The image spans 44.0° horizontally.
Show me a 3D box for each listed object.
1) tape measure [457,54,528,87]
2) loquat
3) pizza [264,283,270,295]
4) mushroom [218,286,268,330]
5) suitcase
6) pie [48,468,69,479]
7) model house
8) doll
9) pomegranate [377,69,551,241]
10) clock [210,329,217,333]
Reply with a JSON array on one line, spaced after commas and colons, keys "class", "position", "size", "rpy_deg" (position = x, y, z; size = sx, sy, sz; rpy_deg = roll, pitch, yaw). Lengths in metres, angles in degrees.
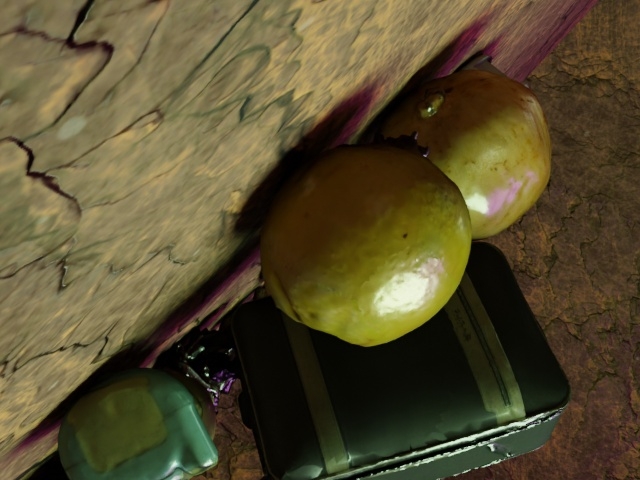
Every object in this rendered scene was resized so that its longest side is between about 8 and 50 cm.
[{"class": "tape measure", "position": [0.240, -0.196, 1.353], "size": [0.258, 0.130, 0.265], "rpy_deg": [-48, 169, 1]}, {"class": "loquat", "position": [0.050, -0.006, 0.866], "size": [0.244, 0.244, 0.244], "rpy_deg": [-44, 175, -5]}, {"class": "pizza", "position": [0.000, 0.000, 1.288], "size": [0.182, 0.074, 0.365], "rpy_deg": [-39, 172, -34]}, {"class": "mushroom", "position": [-0.111, 0.150, 1.425], "size": [0.170, 0.135, 0.080], "rpy_deg": [-72, 158, -53]}, {"class": "suitcase", "position": [0.080, 0.169, 1.001], "size": [0.434, 0.283, 0.194], "rpy_deg": [-13, 145, -8]}, {"class": "pie", "position": [-0.331, 0.368, 1.200], "size": [0.323, 0.070, 0.323], "rpy_deg": [-32, -170, 7]}, {"class": "model house", "position": [-0.176, 0.201, 1.276], "size": [0.164, 0.141, 0.203], "rpy_deg": [-57, -170, -33]}, {"class": "doll", "position": [-0.220, 0.241, 0.988], "size": [0.177, 0.161, 0.260], "rpy_deg": [-30, 172, -8]}, {"class": "pomegranate", "position": [0.186, -0.112, 1.057], "size": [0.248, 0.248, 0.248], "rpy_deg": [-44, 175, -5]}, {"class": "clock", "position": [-0.243, 0.240, 1.440], "size": [0.184, 0.040, 0.184], "rpy_deg": [-44, 174, -6]}]
